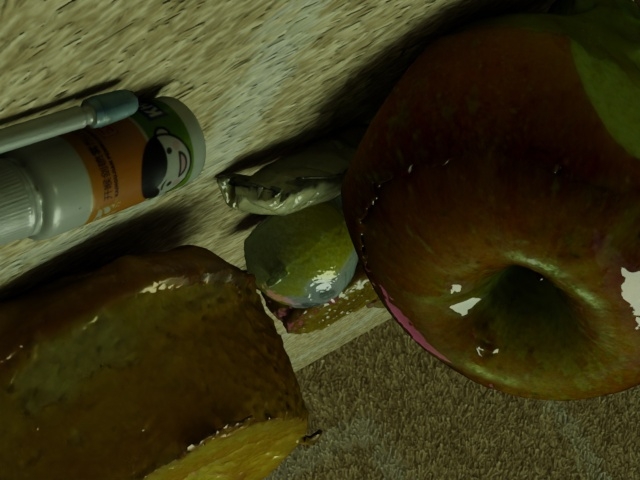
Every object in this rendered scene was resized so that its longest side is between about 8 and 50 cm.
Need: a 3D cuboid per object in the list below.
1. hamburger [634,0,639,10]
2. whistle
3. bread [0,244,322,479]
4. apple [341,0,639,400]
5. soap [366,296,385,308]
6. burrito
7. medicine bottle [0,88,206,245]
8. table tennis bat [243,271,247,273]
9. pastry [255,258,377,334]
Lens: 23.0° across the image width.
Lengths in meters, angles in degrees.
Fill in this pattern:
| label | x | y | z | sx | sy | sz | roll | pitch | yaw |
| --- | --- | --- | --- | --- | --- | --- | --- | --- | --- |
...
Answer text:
| label | x | y | z | sx | sy | sz | roll | pitch | yaw |
| --- | --- | --- | --- | --- | --- | --- | --- | --- | --- |
| hamburger | 0.326 | -0.235 | 1.286 | 0.156 | 0.144 | 0.283 | -34 | 174 | 19 |
| whistle | 0.000 | 0.000 | 1.648 | 0.123 | 0.123 | 0.223 | -37 | -175 | 34 |
| bread | -0.209 | 0.169 | 1.420 | 0.398 | 0.215 | 0.398 | -28 | 163 | -9 |
| apple | 0.210 | -0.058 | 1.404 | 0.374 | 0.384 | 0.374 | -22 | -144 | 16 |
| soap | 0.196 | -0.036 | 2.020 | 0.259 | 0.143 | 0.281 | -21 | 167 | -34 |
| burrito | -0.004 | -0.062 | 1.420 | 0.063 | 0.058 | 0.229 | -40 | 168 | 35 |
| medicine bottle | -0.165 | -0.044 | 0.950 | 0.220 | 0.061 | 0.092 | -25 | 145 | -40 |
| table tennis bat | -0.189 | 0.108 | 1.916 | 0.246 | 0.022 | 0.138 | -36 | 171 | 15 |
| pastry | 0.016 | 0.035 | 1.907 | 0.188 | 0.103 | 0.189 | -29 | 171 | -5 |
